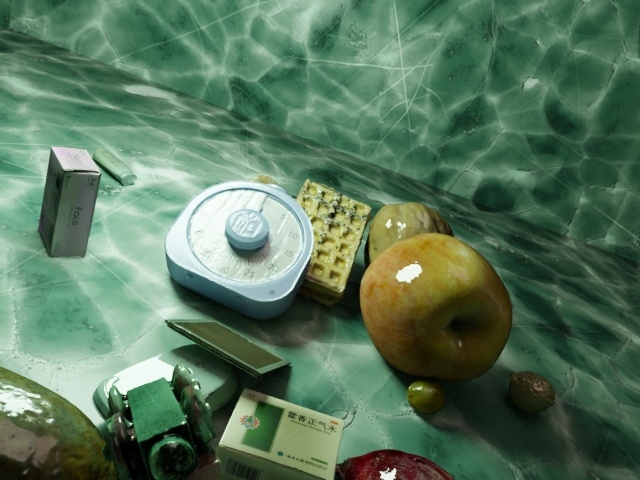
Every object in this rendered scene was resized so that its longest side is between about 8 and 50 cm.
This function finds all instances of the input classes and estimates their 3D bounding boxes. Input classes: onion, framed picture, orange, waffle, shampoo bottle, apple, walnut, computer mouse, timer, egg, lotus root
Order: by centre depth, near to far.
[{"bbox_3d":[-0.451,0.309,0.762,0.346,0.250,0.250,27,24,0],"label":"lotus root"},{"bbox_3d":[0.156,0.475,1.035,0.284,0.120,0.227,27,20,13],"label":"onion"},{"bbox_3d":[-0.289,0.297,1.066,0.159,0.097,0.288,35,33,27],"label":"computer mouse"},{"bbox_3d":[-0.193,0.232,1.218,0.231,0.018,0.293,27,-4,12],"label":"framed picture"},{"bbox_3d":[0.258,0.381,1.353,0.095,0.085,0.085,18,24,-13],"label":"orange"},{"bbox_3d":[0.303,0.179,1.442,0.392,0.391,0.346,14,1,-16],"label":"apple"},{"bbox_3d":[-0.197,-0.007,1.491,0.395,0.173,0.394,4,57,-6],"label":"timer"},{"bbox_3d":[0.572,0.411,1.500,0.116,0.118,0.140,-24,5,-18],"label":"egg"},{"bbox_3d":[0.000,0.000,1.710,0.261,0.114,0.376,23,51,2],"label":"waffle"},{"bbox_3d":[0.284,0.055,1.774,0.306,0.306,0.343,1,75,-38],"label":"walnut"},{"bbox_3d":[-0.719,-0.259,1.920,0.212,0.049,0.072,37,25,33],"label":"shampoo bottle"}]

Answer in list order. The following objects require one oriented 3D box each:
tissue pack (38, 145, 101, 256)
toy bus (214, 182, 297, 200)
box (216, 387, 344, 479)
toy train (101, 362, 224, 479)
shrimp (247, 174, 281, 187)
[{"bbox_3d":[-0.644,-0.100,1.409,0.093,0.246,0.148,-1,33,-40],"label":"tissue pack"},{"bbox_3d":[-0.209,-0.078,1.849,0.306,0.143,0.179,7,31,-31],"label":"toy bus"},{"bbox_3d":[-0.075,0.389,1.035,0.212,0.095,0.168,17,22,2],"label":"box"},{"bbox_3d":[-0.222,0.316,0.808,0.150,0.221,0.304,-17,7,-20],"label":"toy train"},{"bbox_3d":[-0.179,-0.053,1.711,0.168,0.317,0.077,12,-16,-32],"label":"shrimp"}]
